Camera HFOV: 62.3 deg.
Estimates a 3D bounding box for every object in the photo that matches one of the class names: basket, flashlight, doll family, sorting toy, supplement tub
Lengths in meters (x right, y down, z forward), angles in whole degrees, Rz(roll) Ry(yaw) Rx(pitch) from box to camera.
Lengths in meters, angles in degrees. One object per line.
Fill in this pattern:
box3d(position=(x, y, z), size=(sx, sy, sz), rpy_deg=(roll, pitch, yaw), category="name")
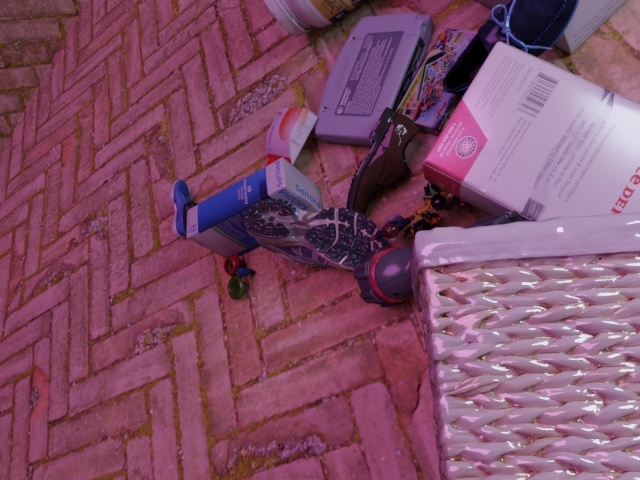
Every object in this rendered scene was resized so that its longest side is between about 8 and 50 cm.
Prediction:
box3d(position=(0.275, 0.143, 0.559), size=(0.331, 0.328, 0.267), rpy_deg=(-6, 71, 9), category="basket")
box3d(position=(0.167, 0.035, 0.787), size=(0.304, 0.103, 0.103), rpy_deg=(-24, 49, 60), category="flashlight")
box3d(position=(0.173, -0.045, 0.883), size=(0.193, 0.111, 0.076), rpy_deg=(-42, 94, 16), category="doll family")
box3d(position=(-0.172, 0.076, 1.140), size=(0.061, 0.042, 0.102), rpy_deg=(-32, 65, 39), category="sorting toy")
box3d(position=(0.026, -0.627, 1.183), size=(0.316, 0.228, 0.228), rpy_deg=(-26, 57, 25), category="supplement tub")

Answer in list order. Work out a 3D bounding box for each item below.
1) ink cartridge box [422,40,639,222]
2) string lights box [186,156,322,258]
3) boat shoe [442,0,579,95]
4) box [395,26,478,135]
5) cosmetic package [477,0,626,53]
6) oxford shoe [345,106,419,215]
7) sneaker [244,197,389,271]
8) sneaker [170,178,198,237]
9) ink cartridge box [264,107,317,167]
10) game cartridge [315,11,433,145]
box3d(position=(0.321, -0.116, 0.754), size=(0.283, 0.117, 0.207), rpy_deg=(32, 90, 15), category="ink cartridge box")
box3d(position=(-0.140, -0.058, 1.109), size=(0.259, 0.133, 0.077), rpy_deg=(-25, 54, 24), category="string lights box")
box3d(position=(0.292, -0.305, 0.835), size=(0.109, 0.089, 0.258), rpy_deg=(60, 149, 16), category="boat shoe")
box3d(position=(0.238, -0.305, 1.013), size=(0.114, 0.036, 0.207), rpy_deg=(28, 87, 40), category="box")
box3d(position=(0.373, -0.529, 0.942), size=(0.217, 0.156, 0.385), rpy_deg=(-43, 53, 13), category="cosmetic package")
box3d(position=(0.115, -0.125, 0.991), size=(0.096, 0.083, 0.227), rpy_deg=(27, 104, 7), category="oxford shoe")
box3d(position=(0.000, 0.000, 1.011), size=(0.283, 0.122, 0.110), rpy_deg=(18, 67, 17), category="sneaker")
box3d(position=(-0.324, -0.088, 1.302), size=(0.084, 0.058, 0.152), rpy_deg=(-19, 64, 35), category="sneaker")
box3d(position=(-0.092, -0.208, 1.172), size=(0.179, 0.045, 0.145), rpy_deg=(-60, 29, -2), category="ink cartridge box")
box3d(position=(0.103, -0.338, 1.115), size=(0.196, 0.060, 0.294), rpy_deg=(16, 79, 35), category="game cartridge")
